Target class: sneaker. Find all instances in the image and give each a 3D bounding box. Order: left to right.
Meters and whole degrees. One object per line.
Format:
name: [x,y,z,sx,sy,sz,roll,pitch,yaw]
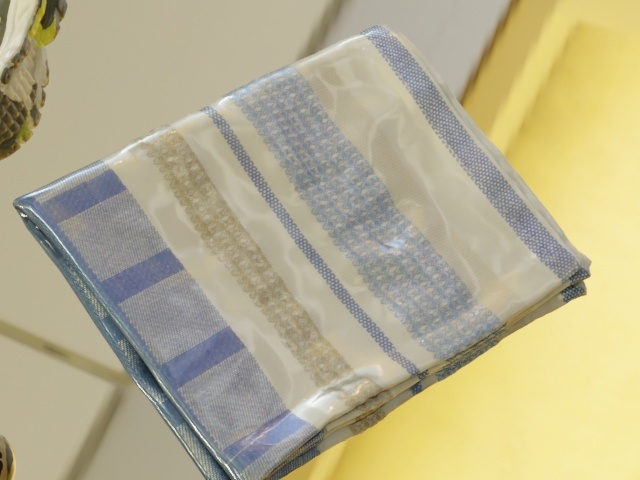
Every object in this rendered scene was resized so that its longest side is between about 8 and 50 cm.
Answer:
sneaker: [-0.106,-0.059,0.606,0.031,0.035,0.083,70,-151,-53]

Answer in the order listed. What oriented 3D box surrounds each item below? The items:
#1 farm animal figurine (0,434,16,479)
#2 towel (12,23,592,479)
farm animal figurine: [-0.300,0.325,1.411,0.327,0.172,0.330,-39,-45,-62]
towel: [0.000,0.000,1.046,0.285,0.209,0.034,-28,-15,-35]
